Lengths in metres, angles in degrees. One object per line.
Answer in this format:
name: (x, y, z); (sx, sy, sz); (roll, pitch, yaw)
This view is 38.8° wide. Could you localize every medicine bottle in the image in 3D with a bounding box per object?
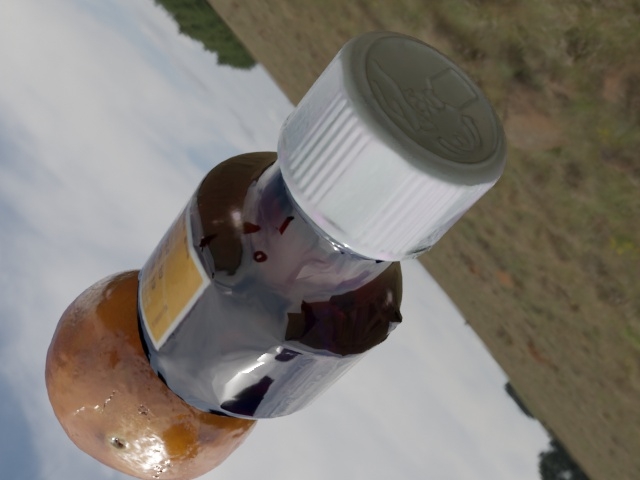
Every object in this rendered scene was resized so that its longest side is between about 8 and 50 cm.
medicine bottle: (0.000, 0.000, 0.853); (0.242, 0.395, 0.243); (22, -132, -27)

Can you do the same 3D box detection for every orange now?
orange: (-0.209, 0.174, 1.154); (0.284, 0.283, 0.226); (48, -142, -14)
